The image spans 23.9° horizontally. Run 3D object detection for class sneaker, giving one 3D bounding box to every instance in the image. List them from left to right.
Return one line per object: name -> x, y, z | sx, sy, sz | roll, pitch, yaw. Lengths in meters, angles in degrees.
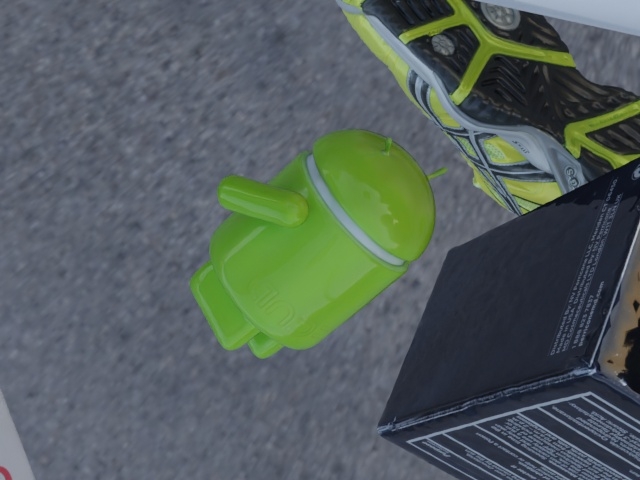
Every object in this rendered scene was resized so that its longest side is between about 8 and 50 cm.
sneaker -> 0.151, -0.103, 1.288 | 0.385, 0.145, 0.147 | 40, 143, -6

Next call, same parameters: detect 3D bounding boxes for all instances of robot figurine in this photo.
robot figurine -> 0.000, 0.000, 0.640 | 0.115, 0.101, 0.067 | -41, 58, 19

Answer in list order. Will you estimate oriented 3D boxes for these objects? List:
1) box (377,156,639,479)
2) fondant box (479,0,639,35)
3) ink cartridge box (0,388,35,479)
box -> 0.249, 0.108, 1.079 | 0.296, 0.182, 0.294 | 30, 155, -15
fondant box -> 0.138, -0.209, 0.438 | 0.238, 0.096, 0.330 | 17, 140, 23
ink cartridge box -> -0.319, 0.063, 0.868 | 0.131, 0.226, 0.306 | -25, 87, 33
